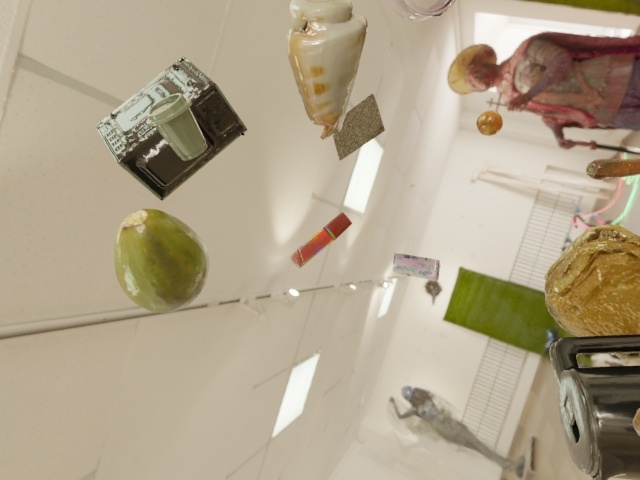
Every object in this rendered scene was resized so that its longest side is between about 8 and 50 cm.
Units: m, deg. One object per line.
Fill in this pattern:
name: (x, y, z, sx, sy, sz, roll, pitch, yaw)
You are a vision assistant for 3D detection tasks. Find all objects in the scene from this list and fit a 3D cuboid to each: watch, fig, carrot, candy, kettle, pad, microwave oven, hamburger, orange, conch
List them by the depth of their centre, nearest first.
kettle: (0.596, 0.280, 0.734, 0.203, 0.307, 0.262, 58, -148, -63)
conch: (0.027, -0.312, 0.734, 0.158, 0.127, 0.255, -73, -28, -47)
carrot: (0.672, -0.156, 0.920, 0.047, 0.191, 0.047, 178, 90, -83)
hamburger: (0.675, 0.115, 0.945, 0.158, 0.318, 0.319, -43, -34, -43)
watch: (0.278, -0.729, 1.126, 0.217, 0.248, 0.211, -41, 23, 3)
fig: (-0.449, 0.051, 1.178, 0.258, 0.258, 0.326, -59, -19, -31)
microwave oven: (-0.460, -0.354, 1.298, 0.355, 0.286, 0.218, -40, -38, -4)
orange: (0.553, -0.383, 1.383, 0.083, 0.083, 0.084, -52, -27, -42)
candy: (0.342, 0.093, 1.497, 0.092, 0.160, 0.073, 34, -112, -61)
pad: (0.131, -0.417, 1.569, 0.003, 0.235, 0.158, -2, -108, -43)

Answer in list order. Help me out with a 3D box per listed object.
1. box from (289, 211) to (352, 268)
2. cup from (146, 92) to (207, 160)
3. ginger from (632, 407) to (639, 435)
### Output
box: (-0.001, -0.001, 1.194, 0.175, 0.048, 0.112, -40, 2, 40)
cup: (-0.351, -0.280, 1.059, 0.120, 0.120, 0.141, -59, -41, -32)
ginger: (0.325, 0.176, 0.362, 0.073, 0.103, 0.162, -46, -20, 28)
